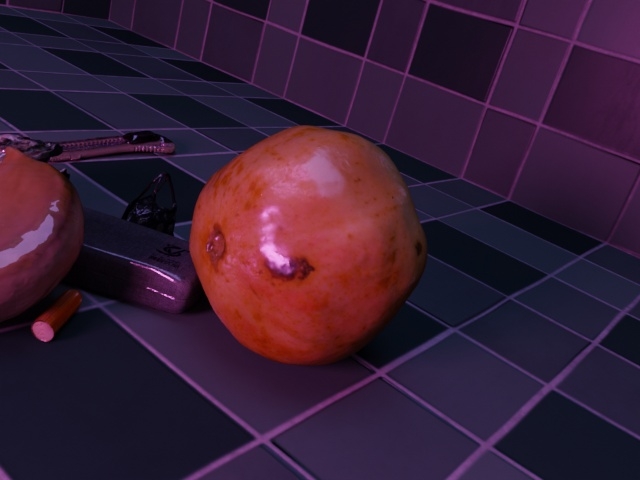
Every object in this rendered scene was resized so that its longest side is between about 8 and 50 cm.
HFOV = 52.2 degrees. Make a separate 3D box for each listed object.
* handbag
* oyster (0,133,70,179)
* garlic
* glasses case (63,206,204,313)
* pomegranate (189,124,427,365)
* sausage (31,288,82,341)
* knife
[{"bbox_3d":[-0.277,-0.049,1.080,0.072,0.139,0.115,29,23,10],"label":"handbag"},{"bbox_3d":[-0.538,-0.099,0.986,0.158,0.162,0.351,53,30,19],"label":"oyster"},{"bbox_3d":[-0.429,0.025,0.774,0.196,0.151,0.338,42,45,4],"label":"garlic"},{"bbox_3d":[-0.324,0.017,0.974,0.323,0.074,0.131,18,23,3],"label":"glasses case"},{"bbox_3d":[0.000,0.000,0.907,0.342,0.343,0.342,14,22,-6],"label":"pomegranate"},{"bbox_3d":[-0.337,0.091,0.845,0.031,0.031,0.107,15,23,-3],"label":"sausage"},{"bbox_3d":[-0.471,-0.214,1.466,0.089,0.043,0.365,28,25,28],"label":"knife"}]
